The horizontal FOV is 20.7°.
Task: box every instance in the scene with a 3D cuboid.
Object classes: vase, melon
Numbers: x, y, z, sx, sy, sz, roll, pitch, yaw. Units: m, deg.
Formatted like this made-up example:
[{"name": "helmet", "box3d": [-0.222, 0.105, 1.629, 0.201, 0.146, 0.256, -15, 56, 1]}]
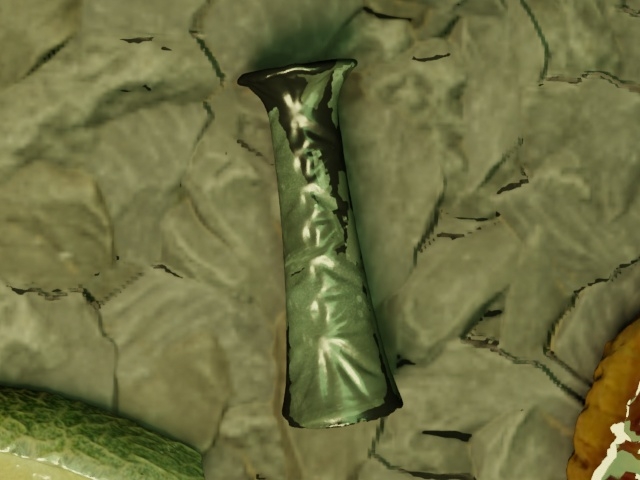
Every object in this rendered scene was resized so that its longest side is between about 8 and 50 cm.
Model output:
[{"name": "vase", "box3d": [0.000, 0.000, 0.819, 0.059, 0.059, 0.167, -8, 96, -10]}, {"name": "melon", "box3d": [-0.149, 0.111, 0.812, 0.182, 0.054, 0.098, 29, 104, -12]}]

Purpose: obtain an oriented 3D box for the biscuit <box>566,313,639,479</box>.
[{"name": "biscuit", "box3d": [0.284, 0.142, 0.860, 0.289, 0.081, 0.334, -37, 93, 10]}]
